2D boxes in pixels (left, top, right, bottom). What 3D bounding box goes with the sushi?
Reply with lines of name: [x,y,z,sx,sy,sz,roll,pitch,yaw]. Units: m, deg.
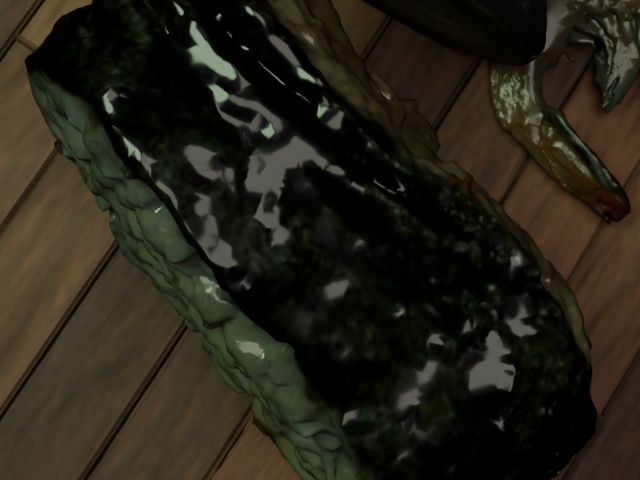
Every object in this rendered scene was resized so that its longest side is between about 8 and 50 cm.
sushi: [0.000,0.000,0.597,0.171,0.211,0.350,-39,94,-13]

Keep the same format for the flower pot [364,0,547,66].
flower pot: [0.098,-0.257,0.614,0.267,0.266,0.267,30,92,-2]

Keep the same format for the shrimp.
shrimp: [0.204,-0.085,0.700,0.173,0.058,0.253,-23,83,0]
